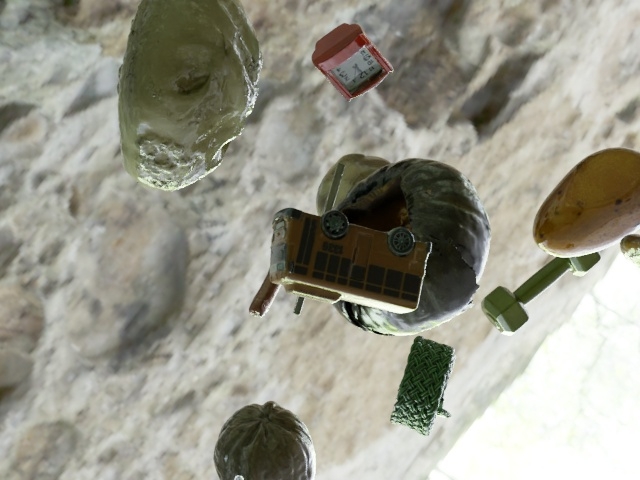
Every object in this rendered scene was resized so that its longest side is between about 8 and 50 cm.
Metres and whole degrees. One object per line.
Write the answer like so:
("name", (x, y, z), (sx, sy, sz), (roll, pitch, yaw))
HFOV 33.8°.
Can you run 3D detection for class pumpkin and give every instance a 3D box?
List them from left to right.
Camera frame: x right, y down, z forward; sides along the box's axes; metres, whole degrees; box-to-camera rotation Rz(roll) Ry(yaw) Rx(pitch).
("pumpkin", (0.139, 0.010, 1.777), (0.192, 0.320, 0.320), (36, -93, -37))

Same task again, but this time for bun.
("bun", (-0.224, -0.260, 1.788), (0.326, 0.234, 0.362), (-159, 79, -80))

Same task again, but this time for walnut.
("walnut", (-0.111, 0.441, 2.131), (0.224, 0.224, 0.224), (-40, -31, -30))

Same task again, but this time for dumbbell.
("dumbbell", (0.515, 0.096, 2.468), (0.302, 0.108, 0.121), (-38, -11, -8))

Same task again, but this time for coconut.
("coconut", (0.088, -0.083, 2.236), (0.224, 0.224, 0.224), (-40, -31, -30))

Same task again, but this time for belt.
("belt", (0.145, 0.199, 1.405), (0.151, 0.079, 0.121), (95, -164, -60))

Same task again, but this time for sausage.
("sausage", (-0.103, 0.090, 2.179), (0.043, 0.043, 0.186), (95, -165, -44))

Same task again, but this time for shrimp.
("shrimp", (0.503, 0.036, 1.518), (0.187, 0.132, 0.052), (24, -89, -56))

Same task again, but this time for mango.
("mango", (0.538, -0.063, 2.075), (0.290, 0.160, 0.191), (-31, -30, -11))

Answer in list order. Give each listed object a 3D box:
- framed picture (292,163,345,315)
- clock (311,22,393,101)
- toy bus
("framed picture", (0.000, 0.000, 2.009), (0.260, 0.023, 0.189), (108, 178, -51))
("clock", (0.060, -0.347, 2.036), (0.113, 0.061, 0.155), (-34, -35, 12))
("toy bus", (0.031, 0.028, 1.385), (0.098, 0.201, 0.114), (160, 122, -71))
